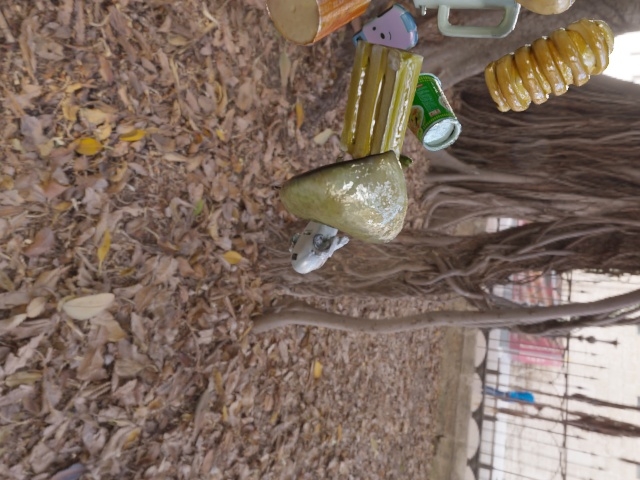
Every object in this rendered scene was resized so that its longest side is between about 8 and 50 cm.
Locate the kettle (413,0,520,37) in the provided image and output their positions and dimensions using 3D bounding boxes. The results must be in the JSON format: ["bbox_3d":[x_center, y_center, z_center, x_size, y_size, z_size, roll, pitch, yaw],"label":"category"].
[{"bbox_3d":[0.440,-0.769,1.413,0.205,0.318,0.264,48,59,-65],"label":"kettle"}]

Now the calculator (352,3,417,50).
[{"bbox_3d":[0.239,-0.763,1.804,0.051,0.293,0.172,-43,107,-34],"label":"calculator"}]

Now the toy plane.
[{"bbox_3d":[-0.004,-0.003,1.592,0.123,0.267,0.266,44,50,-26],"label":"toy plane"}]

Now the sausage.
[{"bbox_3d":[-0.003,-0.776,1.502,0.287,0.233,0.233,-45,136,-32],"label":"sausage"}]

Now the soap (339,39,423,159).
[{"bbox_3d":[0.157,-0.364,1.300,0.091,0.199,0.314,-8,121,-33],"label":"soap"}]

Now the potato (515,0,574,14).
[{"bbox_3d":[0.505,-0.593,1.091,0.109,0.178,0.118,-31,154,-34],"label":"potato"}]

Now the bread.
[{"bbox_3d":[0.599,-0.452,1.254,0.173,0.311,0.121,41,43,-35],"label":"bread"}]

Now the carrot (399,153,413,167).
[{"bbox_3d":[0.270,-0.343,2.010,0.074,0.359,0.074,-9,109,-27],"label":"carrot"}]

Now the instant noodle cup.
[{"bbox_3d":[0.387,-0.449,1.722,0.207,0.207,0.232,52,14,-55],"label":"instant noodle cup"}]

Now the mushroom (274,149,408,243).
[{"bbox_3d":[0.037,-0.074,0.981,0.292,0.218,0.211,-126,-166,-71],"label":"mushroom"}]
